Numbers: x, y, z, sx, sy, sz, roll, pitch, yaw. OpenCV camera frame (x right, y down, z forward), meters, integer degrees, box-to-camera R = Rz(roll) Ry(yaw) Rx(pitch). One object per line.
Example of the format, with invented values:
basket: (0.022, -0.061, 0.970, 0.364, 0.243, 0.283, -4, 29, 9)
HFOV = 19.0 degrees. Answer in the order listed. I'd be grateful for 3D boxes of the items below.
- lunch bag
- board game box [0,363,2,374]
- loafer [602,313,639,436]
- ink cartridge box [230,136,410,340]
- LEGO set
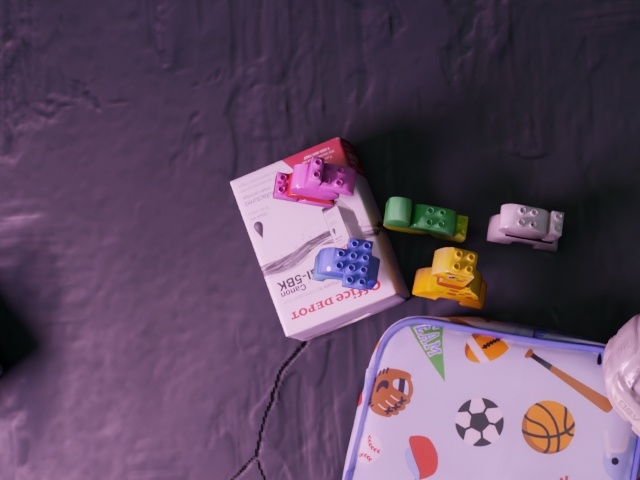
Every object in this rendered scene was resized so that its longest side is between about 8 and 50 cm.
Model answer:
lunch bag: (0.136, 0.213, 1.440, 0.243, 0.115, 0.303, 10, 87, 12)
board game box: (-0.388, 0.097, 1.598, 0.194, 0.060, 0.194, -40, 78, 8)
loafer: (0.339, 0.158, 1.347, 0.319, 0.112, 0.111, 40, 119, -13)
ink cartridge box: (0.000, 0.000, 1.516, 0.099, 0.056, 0.135, -23, 80, 10)
LEGO set: (0.078, 0.000, 1.435, 0.227, 0.093, 0.087, 10, 76, -7)
